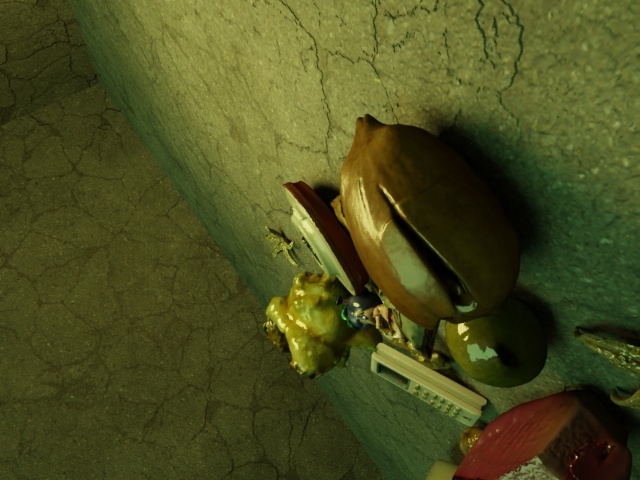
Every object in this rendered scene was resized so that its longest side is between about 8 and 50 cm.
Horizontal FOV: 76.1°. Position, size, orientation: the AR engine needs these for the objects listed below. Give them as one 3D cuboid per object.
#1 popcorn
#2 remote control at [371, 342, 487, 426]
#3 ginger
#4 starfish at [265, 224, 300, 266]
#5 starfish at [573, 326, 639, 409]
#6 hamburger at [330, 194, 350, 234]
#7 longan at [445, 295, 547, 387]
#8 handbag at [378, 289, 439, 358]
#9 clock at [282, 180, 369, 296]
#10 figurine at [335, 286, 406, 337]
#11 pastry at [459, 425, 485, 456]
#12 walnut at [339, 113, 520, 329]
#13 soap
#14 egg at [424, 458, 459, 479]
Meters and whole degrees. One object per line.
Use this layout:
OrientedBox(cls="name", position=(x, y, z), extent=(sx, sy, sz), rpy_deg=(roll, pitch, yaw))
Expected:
OrientedBox(cls="popcorn", position=(0.024, 0.234, 1.175), extent=(0.325, 0.290, 0.321), rpy_deg=(1, 169, 28))
OrientedBox(cls="remote control", position=(0.255, 0.355, 1.011), extent=(0.277, 0.055, 0.103), rpy_deg=(24, 148, 22))
OrientedBox(cls="ginger", position=(0.227, 0.262, 1.000), extent=(0.176, 0.053, 0.193), rpy_deg=(34, 176, 9))
OrientedBox(cls="starfish", position=(-0.132, 0.024, 1.422), extent=(0.176, 0.053, 0.208), rpy_deg=(53, 162, 0))
OrientedBox(cls="starfish", position=(0.404, 0.147, 0.495), extent=(0.138, 0.050, 0.247), rpy_deg=(49, 155, 17))
OrientedBox(cls="hamburger", position=(0.076, -0.061, 0.832), extent=(0.176, 0.087, 0.102), rpy_deg=(57, 180, -39))
OrientedBox(cls="longan", position=(0.280, 0.153, 0.661), extent=(0.145, 0.176, 0.155), rpy_deg=(-14, 94, 23))
OrientedBox(cls="handbag", position=(0.178, 0.089, 0.778), extent=(0.235, 0.127, 0.213), rpy_deg=(88, 169, -53))
OrientedBox(cls="clock", position=(0.000, 0.000, 0.976), extent=(0.318, 0.080, 0.318), rpy_deg=(55, 173, 10))
OrientedBox(cls="figurine", position=(0.137, 0.172, 1.005), extent=(0.195, 0.111, 0.102), rpy_deg=(-3, 92, 43))
OrientedBox(cls="pastry", position=(0.415, 0.531, 1.013), extent=(0.153, 0.081, 0.153), rpy_deg=(55, 166, 21))
OrientedBox(cls="walnut", position=(0.136, -0.037, 0.582), extent=(0.336, 0.209, 0.209), rpy_deg=(63, 160, 10))
OrientedBox(cls="soap", position=(0.367, 0.380, 0.694), extent=(0.127, 0.220, 0.325), rpy_deg=(43, 158, 16))
OrientedBox(cls="egg", position=(0.428, 0.867, 1.159), extent=(0.339, 0.354, 0.355), rpy_deg=(19, 143, 29))
